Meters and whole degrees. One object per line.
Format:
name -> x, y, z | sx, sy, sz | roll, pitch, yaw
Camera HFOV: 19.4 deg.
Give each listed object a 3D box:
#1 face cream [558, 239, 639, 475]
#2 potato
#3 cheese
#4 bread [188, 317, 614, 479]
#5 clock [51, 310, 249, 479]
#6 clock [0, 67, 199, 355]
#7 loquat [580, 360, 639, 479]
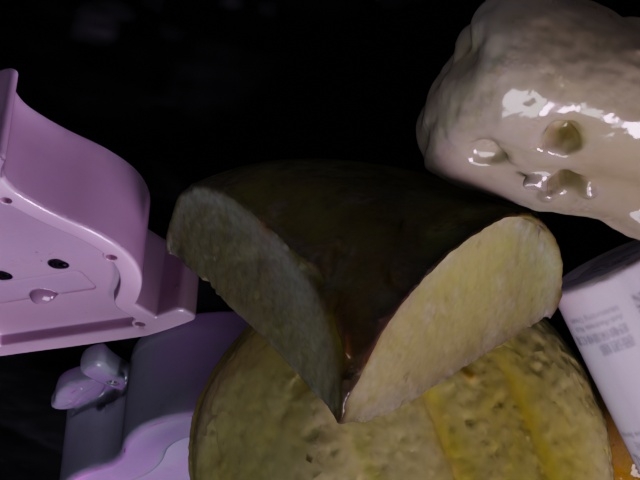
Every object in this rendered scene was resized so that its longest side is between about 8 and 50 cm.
face cream -> 0.287, 0.168, 1.387 | 0.102, 0.102, 0.345 | -24, 95, 39
potato -> 0.000, 0.000, 1.279 | 0.255, 0.269, 0.112 | 20, 113, 30
cheese -> 0.199, -0.069, 1.212 | 0.263, 0.093, 0.159 | 13, 150, -14
bread -> 0.063, 0.173, 1.411 | 0.320, 0.320, 0.237 | 22, 152, -26
clock -> -0.075, 0.185, 1.662 | 0.338, 0.102, 0.338 | 4, 149, 2
clock -> -0.274, -0.010, 1.390 | 0.290, 0.080, 0.275 | -11, 145, 23
loquat -> 0.266, 0.148, 1.509 | 0.137, 0.163, 0.163 | -42, 139, 0
